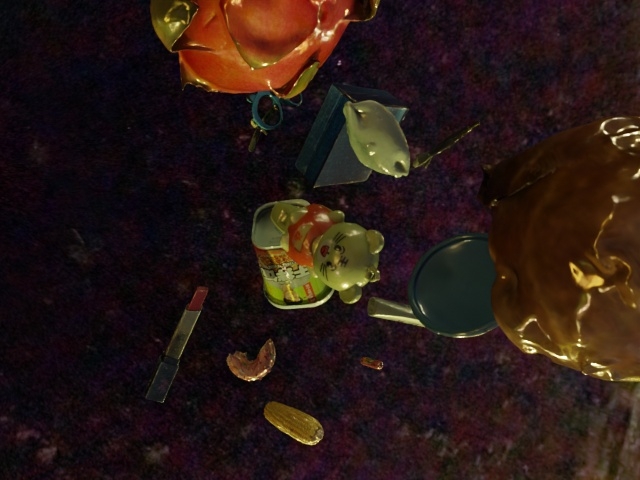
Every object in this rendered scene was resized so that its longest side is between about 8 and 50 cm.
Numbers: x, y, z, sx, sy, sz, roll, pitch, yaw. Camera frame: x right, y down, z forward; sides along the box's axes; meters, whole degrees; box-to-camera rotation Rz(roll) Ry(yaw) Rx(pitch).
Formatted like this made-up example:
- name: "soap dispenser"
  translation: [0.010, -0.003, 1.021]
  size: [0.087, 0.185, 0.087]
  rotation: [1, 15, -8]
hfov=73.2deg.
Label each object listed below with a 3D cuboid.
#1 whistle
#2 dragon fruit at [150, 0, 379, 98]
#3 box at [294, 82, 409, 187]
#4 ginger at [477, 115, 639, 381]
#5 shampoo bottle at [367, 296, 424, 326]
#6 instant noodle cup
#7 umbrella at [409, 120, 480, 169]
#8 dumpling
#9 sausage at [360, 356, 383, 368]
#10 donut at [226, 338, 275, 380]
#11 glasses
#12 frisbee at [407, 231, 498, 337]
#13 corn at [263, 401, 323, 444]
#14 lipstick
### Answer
- name: "whistle"
  translation: [0.000, 0.000, 0.775]
  size: [0.106, 0.288, 0.131]
  rotation: [7, 110, -49]
- name: "dragon fruit"
  translation: [-0.065, -0.264, 0.442]
  size: [0.223, 0.227, 0.224]
  rotation: [16, 63, -34]
- name: "box"
  translation: [0.092, -0.311, 1.294]
  size: [0.261, 0.116, 0.279]
  rotation: [-12, 143, -45]
- name: "ginger"
  translation: [0.278, 0.012, 0.386]
  size: [0.269, 0.200, 0.223]
  rotation: [16, 57, -41]
- name: "shampoo bottle"
  translation: [0.375, 0.302, 1.734]
  size: [0.358, 0.134, 0.078]
  rotation: [14, 86, -9]
- name: "instant noodle cup"
  translation: [-0.095, 0.038, 1.456]
  size: [0.294, 0.293, 0.308]
  rotation: [-50, 147, -28]
- name: "umbrella"
  translation: [0.283, -0.213, 1.040]
  size: [0.044, 0.269, 0.044]
  rotation: [-41, 99, -34]
- name: "dumpling"
  translation: [0.103, -0.217, 0.924]
  size: [0.216, 0.149, 0.105]
  rotation: [44, 63, -34]
- name: "sausage"
  translation: [0.174, 0.420, 1.481]
  size: [0.029, 0.223, 0.030]
  rotation: [2, 78, -10]
- name: "donut"
  translation: [-0.220, 0.402, 1.407]
  size: [0.165, 0.065, 0.117]
  rotation: [-23, 77, -3]
- name: "glasses"
  translation: [-0.137, -0.350, 1.244]
  size: [0.239, 0.102, 0.207]
  rotation: [-58, 171, -39]
- name: "frisbee"
  translation: [0.353, 0.108, 1.053]
  size: [0.049, 0.289, 0.290]
  rotation: [45, 65, -40]
- name: "corn"
  translation: [-0.073, 0.483, 1.147]
  size: [0.067, 0.206, 0.068]
  rotation: [-7, 100, -45]
- name: "lipstick"
  translation: [-0.372, 0.263, 1.127]
  size: [0.051, 0.051, 0.313]
  rotation: [24, 89, -22]
